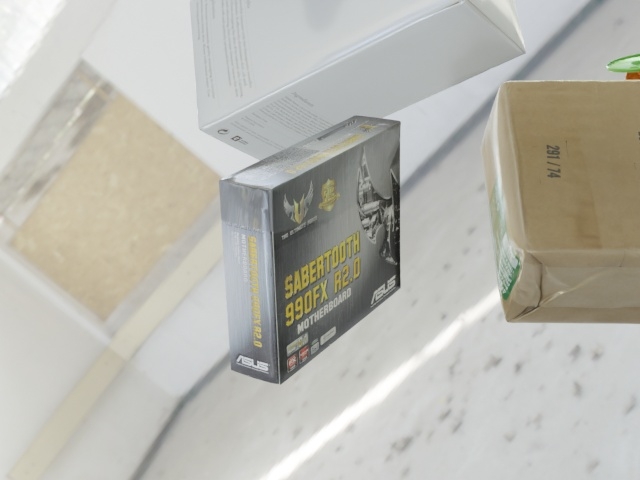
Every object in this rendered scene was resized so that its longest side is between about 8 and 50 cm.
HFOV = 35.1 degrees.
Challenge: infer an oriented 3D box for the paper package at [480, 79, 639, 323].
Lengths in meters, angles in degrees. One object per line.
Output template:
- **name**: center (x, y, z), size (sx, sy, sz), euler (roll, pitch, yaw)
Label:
- **paper package**: center (0.391, -0.059, 1.395), size (0.168, 0.309, 0.325), euler (90, 180, -52)

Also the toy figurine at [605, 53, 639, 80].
- **toy figurine**: center (0.552, -0.214, 1.612), size (0.173, 0.159, 0.130), euler (-5, 19, 23)

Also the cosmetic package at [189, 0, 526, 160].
- **cosmetic package**: center (0.031, -0.251, 1.183), size (0.365, 0.155, 0.197), euler (-19, 64, 31)

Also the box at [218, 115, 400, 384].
- **box**: center (0.000, 0.000, 0.938), size (0.231, 0.056, 0.183), euler (-32, -53, -52)
